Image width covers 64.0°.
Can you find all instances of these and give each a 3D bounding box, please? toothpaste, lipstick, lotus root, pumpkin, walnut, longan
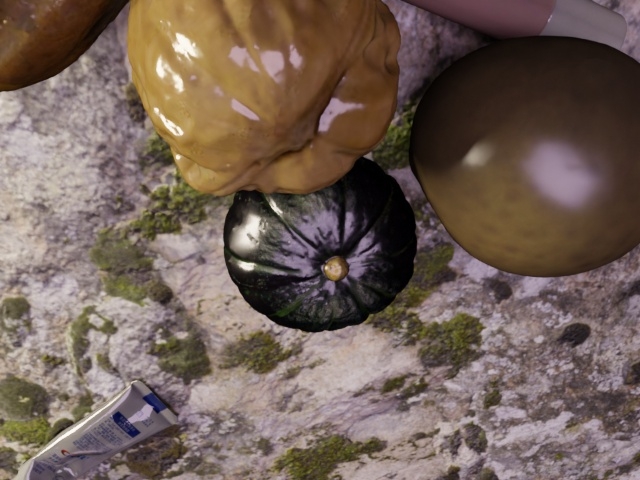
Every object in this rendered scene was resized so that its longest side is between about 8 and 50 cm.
[{"bbox_3d":[-0.345,0.305,0.752,0.266,0.061,0.096,-33,116,0],"label":"toothpaste"},{"bbox_3d":[0.196,-0.249,0.539,0.254,0.070,0.070,14,114,-16],"label":"lipstick"},{"bbox_3d":[-0.281,-0.203,0.412,0.188,0.199,0.180,38,101,-17],"label":"lotus root"},{"bbox_3d":[0.000,0.000,0.585,0.220,0.162,0.221,-5,115,-12],"label":"pumpkin"},{"bbox_3d":[-0.052,-0.162,0.448,0.224,0.257,0.257,22,113,-41],"label":"walnut"},{"bbox_3d":[0.220,-0.084,0.533,0.258,0.258,0.258,-4,118,-7],"label":"longan"}]
